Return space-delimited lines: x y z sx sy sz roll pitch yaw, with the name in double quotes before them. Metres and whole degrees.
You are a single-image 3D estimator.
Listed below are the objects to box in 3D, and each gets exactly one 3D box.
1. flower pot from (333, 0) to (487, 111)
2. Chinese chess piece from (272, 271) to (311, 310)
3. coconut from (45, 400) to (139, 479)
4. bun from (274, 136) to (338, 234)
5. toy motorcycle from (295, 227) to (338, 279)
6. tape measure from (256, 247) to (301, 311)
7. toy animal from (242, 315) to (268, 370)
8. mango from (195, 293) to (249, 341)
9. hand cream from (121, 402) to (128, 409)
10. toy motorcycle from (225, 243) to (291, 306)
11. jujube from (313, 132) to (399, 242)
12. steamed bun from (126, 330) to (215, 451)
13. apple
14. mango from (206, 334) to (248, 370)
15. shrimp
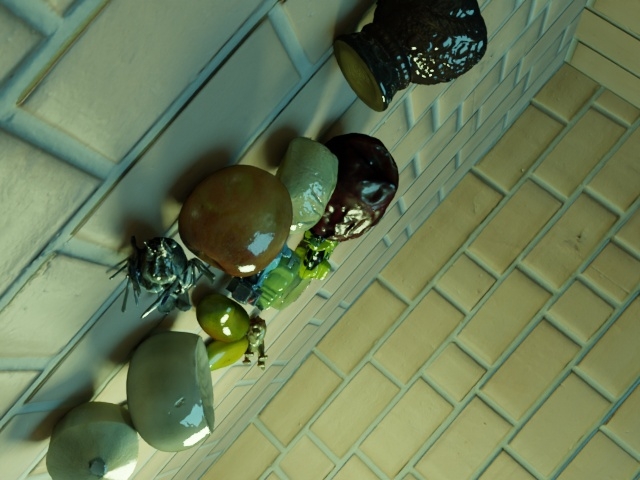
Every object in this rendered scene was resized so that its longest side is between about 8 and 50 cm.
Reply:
"flower pot" 0.188 -0.439 1.298 0.267 0.266 0.266 -37 162 -6
"Chinese chess piece" -0.119 0.171 2.139 0.188 0.083 0.188 -46 166 -15
"coconut" -0.582 0.536 1.493 0.241 0.241 0.241 -44 162 -18
"bun" -0.039 -0.136 1.428 0.243 0.153 0.243 -56 -159 34
"toy motorcycle" 0.002 0.001 1.961 0.206 0.142 0.342 -32 155 -41
"tape measure" -0.139 0.103 1.847 0.200 0.106 0.175 -53 -168 18
"toy animal" -0.247 0.393 2.242 0.312 0.097 0.157 107 -12 -66
"mango" -0.292 0.224 1.711 0.129 0.146 0.289 -57 160 -17
"hand cream" -0.575 0.514 1.805 0.067 0.042 0.194 -57 166 20
"toy motorcycle" -0.174 0.073 1.699 0.272 0.124 0.182 -58 178 4
"jujube" 0.081 -0.143 1.657 0.258 0.258 0.376 -41 167 -24
"steamed bun" -0.405 0.402 1.556 0.207 0.324 0.324 -8 155 -5
"apple" -0.176 -0.045 1.256 0.253 0.253 0.253 -44 162 -18
"mango" -0.341 0.386 2.029 0.137 0.091 0.237 -61 160 18
"shrimp" -0.338 0.080 1.256 0.222 0.165 0.410 -2 175 -9
